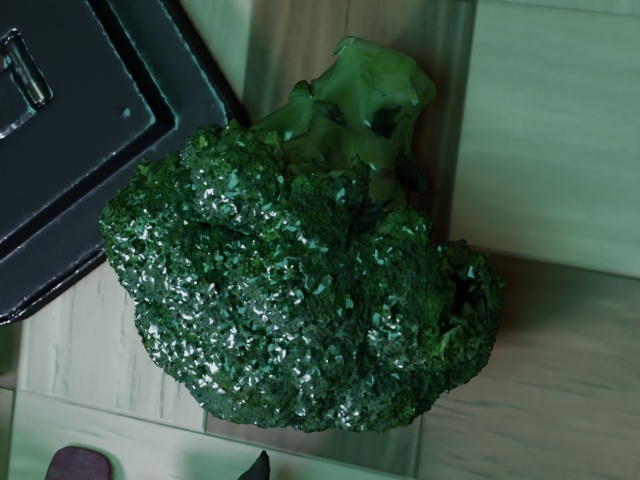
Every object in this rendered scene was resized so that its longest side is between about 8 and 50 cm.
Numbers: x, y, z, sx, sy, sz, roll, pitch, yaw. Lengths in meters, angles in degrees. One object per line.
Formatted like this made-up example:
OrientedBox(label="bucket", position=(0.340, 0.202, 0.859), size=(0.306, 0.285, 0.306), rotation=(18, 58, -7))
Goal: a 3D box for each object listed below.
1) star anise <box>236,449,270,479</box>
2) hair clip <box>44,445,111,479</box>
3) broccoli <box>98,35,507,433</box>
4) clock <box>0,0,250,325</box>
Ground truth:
OrientedBox(label="star anise", position=(-0.056, 0.311, 1.183), size=(0.331, 0.117, 0.332), rotation=(5, 100, 27))
OrientedBox(label="hair clip", position=(-0.192, 0.226, 1.289), size=(0.054, 0.022, 0.137), rotation=(12, 99, 20))
OrientedBox(label="broccoli", position=(0.000, 0.000, 1.094), size=(0.270, 0.270, 0.270), rotation=(13, 66, 23))
OrientedBox(label="clock", position=(-0.220, -0.112, 1.263), size=(0.273, 0.049, 0.279), rotation=(-36, 79, 23))
